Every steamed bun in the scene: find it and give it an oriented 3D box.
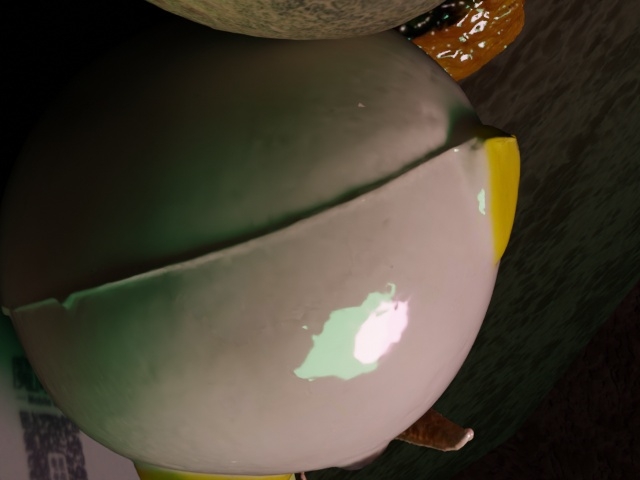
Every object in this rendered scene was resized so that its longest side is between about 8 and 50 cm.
[{"bbox_3d":[-0.046,0.000,0.980,0.334,0.334,0.374,-40,-167,-9],"label":"steamed bun"}]

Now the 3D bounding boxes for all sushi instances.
[{"bbox_3d":[0.036,-0.180,1.157,0.287,0.149,0.140,-22,148,18],"label":"sushi"}]

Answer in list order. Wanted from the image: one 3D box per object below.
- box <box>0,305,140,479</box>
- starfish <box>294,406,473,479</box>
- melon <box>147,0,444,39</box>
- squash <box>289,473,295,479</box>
[{"bbox_3d":[-0.218,0.156,1.030,0.090,0.373,0.367,-17,166,15],"label":"box"},{"bbox_3d":[-0.011,0.172,1.481,0.398,0.384,0.132,-44,135,13],"label":"starfish"},{"bbox_3d":[-0.021,-0.227,0.772,0.248,0.248,0.329,-51,157,20],"label":"melon"},{"bbox_3d":[-0.241,0.249,1.306,0.384,0.263,0.263,-27,155,-39],"label":"squash"}]
